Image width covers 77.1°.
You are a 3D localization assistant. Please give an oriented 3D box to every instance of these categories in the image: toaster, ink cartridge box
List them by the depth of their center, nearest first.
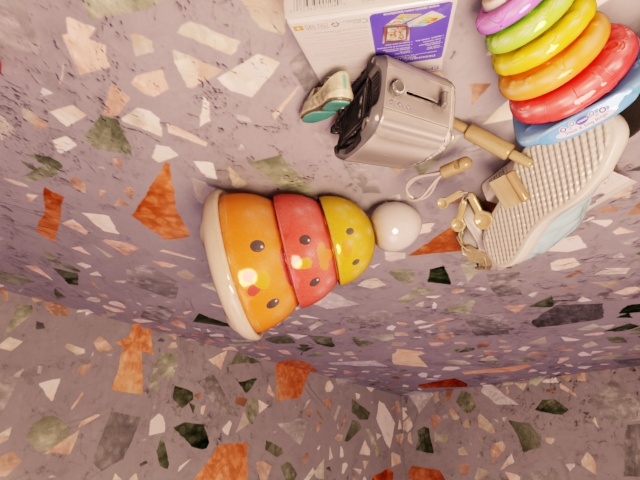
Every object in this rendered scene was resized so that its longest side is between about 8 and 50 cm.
[{"bbox_3d":[0.075,-0.288,0.569,0.206,0.045,0.208,-2,179,12],"label":"ink cartridge box"},{"bbox_3d":[0.114,-0.191,0.655,0.146,0.129,0.227,9,171,-15],"label":"toaster"},{"bbox_3d":[0.486,-0.119,0.830,0.224,0.056,0.181,13,147,-19],"label":"ink cartridge box"}]

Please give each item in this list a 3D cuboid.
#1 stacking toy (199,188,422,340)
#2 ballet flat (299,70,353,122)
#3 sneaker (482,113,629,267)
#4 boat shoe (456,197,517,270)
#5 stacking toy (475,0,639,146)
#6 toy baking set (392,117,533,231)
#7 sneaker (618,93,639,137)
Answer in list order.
[{"bbox_3d":[0.000,0.000,0.924,0.479,0.351,0.351,-16,148,-2],"label":"stacking toy"},{"bbox_3d":[0.010,-0.238,0.672,0.057,0.053,0.168,-4,-175,-24],"label":"ballet flat"},{"bbox_3d":[0.436,-0.093,0.739,0.150,0.135,0.366,-17,151,-18],"label":"sneaker"},{"bbox_3d":[0.393,0.006,0.984,0.103,0.113,0.302,-22,141,27],"label":"boat shoe"},{"bbox_3d":[0.269,-0.287,0.515,0.301,0.166,0.175,40,135,-24],"label":"stacking toy"},{"bbox_3d":[0.255,-0.124,0.755,0.256,0.030,0.197,40,128,16],"label":"toy baking set"},{"bbox_3d":[0.493,-0.238,0.587,0.145,0.090,0.270,-42,175,-1],"label":"sneaker"}]
